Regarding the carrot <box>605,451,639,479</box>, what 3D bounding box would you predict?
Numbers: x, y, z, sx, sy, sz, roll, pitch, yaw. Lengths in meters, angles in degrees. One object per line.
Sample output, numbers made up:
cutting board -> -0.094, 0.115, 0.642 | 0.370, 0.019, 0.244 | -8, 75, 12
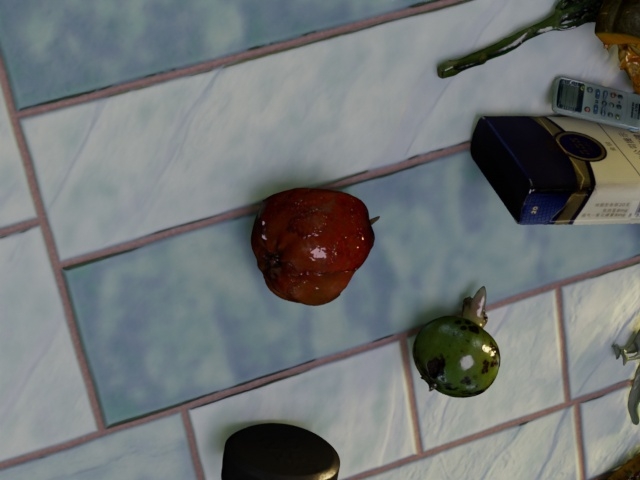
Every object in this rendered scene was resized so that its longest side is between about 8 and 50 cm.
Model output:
carrot -> 0.471, 0.374, 2.037 | 0.260, 0.070, 0.070 | -39, 121, -2

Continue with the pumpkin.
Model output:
pumpkin -> 0.453, -0.251, 1.708 | 0.248, 0.131, 0.126 | 42, 63, -53

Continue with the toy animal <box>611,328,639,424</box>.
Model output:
toy animal -> 0.459, 0.181, 1.962 | 0.075, 0.041, 0.217 | 0, 117, -22

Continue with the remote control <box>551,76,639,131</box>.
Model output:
remote control -> 0.360, -0.176, 1.743 | 0.124, 0.018, 0.053 | 14, 74, -5

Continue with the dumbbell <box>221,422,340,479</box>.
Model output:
dumbbell -> -0.065, 0.367, 1.779 | 0.152, 0.152, 0.218 | 1, 113, -21

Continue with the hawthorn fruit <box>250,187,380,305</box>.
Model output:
hawthorn fruit -> 0.000, 0.000, 1.650 | 0.172, 0.148, 0.148 | -23, 121, -31

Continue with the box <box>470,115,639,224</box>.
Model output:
box -> 0.337, -0.092, 1.716 | 0.259, 0.168, 0.071 | -1, 128, -22

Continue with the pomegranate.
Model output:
pomegranate -> 0.189, 0.138, 1.803 | 0.122, 0.122, 0.161 | 36, 69, -30

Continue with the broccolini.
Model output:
broccolini -> 0.266, -0.259, 1.682 | 0.254, 0.057, 0.071 | -27, 77, -11
